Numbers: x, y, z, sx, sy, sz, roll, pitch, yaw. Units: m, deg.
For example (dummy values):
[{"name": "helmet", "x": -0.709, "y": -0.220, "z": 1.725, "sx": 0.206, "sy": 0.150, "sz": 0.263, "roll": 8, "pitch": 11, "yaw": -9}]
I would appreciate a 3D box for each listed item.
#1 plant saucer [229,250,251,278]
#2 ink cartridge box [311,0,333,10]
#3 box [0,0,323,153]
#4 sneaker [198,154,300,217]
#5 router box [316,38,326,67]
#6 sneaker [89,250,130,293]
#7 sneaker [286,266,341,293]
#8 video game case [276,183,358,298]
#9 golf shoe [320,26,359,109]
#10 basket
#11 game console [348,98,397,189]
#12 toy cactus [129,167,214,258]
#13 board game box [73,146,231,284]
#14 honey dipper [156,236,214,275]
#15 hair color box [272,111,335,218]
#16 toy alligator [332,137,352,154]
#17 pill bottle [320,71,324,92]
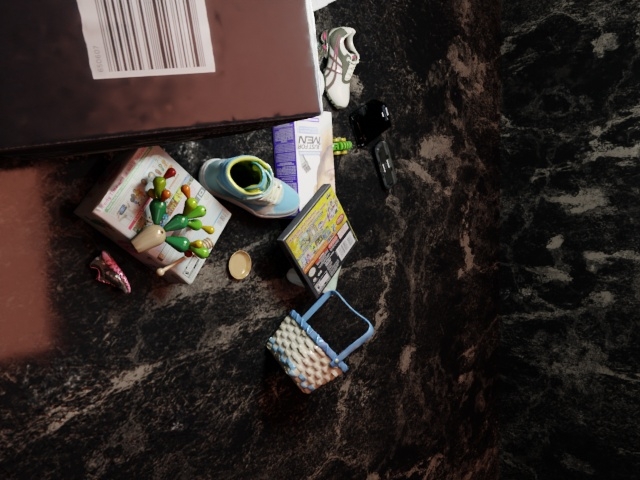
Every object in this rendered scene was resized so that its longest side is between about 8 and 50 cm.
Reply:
[{"name": "plant saucer", "x": -0.239, "y": 0.071, "z": 1.418, "sx": 0.083, "sy": 0.015, "sz": 0.083, "roll": -4, "pitch": 95, "yaw": -50}, {"name": "ink cartridge box", "x": -0.103, "y": -0.865, "z": 1.497, "sx": 0.330, "sy": 0.072, "sz": 0.323, "roll": -47, "pitch": 125, "yaw": -41}, {"name": "box", "x": -0.321, "y": -0.315, "z": 0.848, "sx": 0.480, "sy": 0.472, "sz": 0.297, "roll": -13, "pitch": 104, "yaw": -24}, {"name": "sneaker", "x": -0.152, "y": -0.137, "z": 1.321, "sx": 0.319, "sy": 0.208, "sz": 0.127, "roll": 15, "pitch": 83, "yaw": -35}, {"name": "router box", "x": -0.037, "y": -0.613, "z": 1.607, "sx": 0.092, "sy": 0.038, "sz": 0.122, "roll": 36, "pitch": 65, "yaw": -45}, {"name": "sneaker", "x": -0.486, "y": 0.082, "z": 1.117, "sx": 0.057, "sy": 0.047, "sz": 0.119, "roll": -35, "pitch": 119, "yaw": -18}, {"name": "sneaker", "x": -0.017, "y": 0.088, "z": 1.618, "sx": 0.256, "sy": 0.094, "sz": 0.150, "roll": 30, "pitch": 75, "yaw": -57}, {"name": "video game case", "x": 0.000, "y": 0.000, "z": 1.525, "sx": 0.274, "sy": 0.035, "sz": 0.248, "roll": -52, "pitch": 130, "yaw": -33}, {"name": "golf shoe", "x": 0.072, "y": -0.595, "z": 1.677, "sx": 0.105, "sy": 0.120, "sz": 0.272, "roll": -26, "pitch": 113, "yaw": -48}, {"name": "basket", "x": -0.004, "y": 0.304, "z": 1.512, "sx": 0.289, "sy": 0.255, "sz": 0.201, "roll": -44, "pitch": 125, "yaw": -4}, {"name": "game console", "x": 0.229, "y": -0.369, "z": 1.930, "sx": 0.213, "sy": 0.044, "sz": 0.361, "roll": -41, "pitch": 121, "yaw": -39}, {"name": "toy cactus", "x": -0.346, "y": -0.037, "z": 1.099, "sx": 0.181, "sy": 0.112, "sz": 0.218, "roll": -34, "pitch": 122, "yaw": -23}, {"name": "board game box", "x": -0.390, "y": -0.065, "z": 1.175, "sx": 0.303, "sy": 0.098, "sz": 0.223, "roll": 49, "pitch": 55, "yaw": -41}, {"name": "honey dipper", "x": -0.326, "y": 0.042, "z": 1.165, "sx": 0.161, "sy": 0.031, "sz": 0.030, "roll": -38, "pitch": 119, "yaw": -39}, {"name": "hair color box", "x": -0.049, "y": -0.244, "z": 1.559, "sx": 0.185, "sy": 0.110, "sz": 0.338, "roll": -12, "pitch": 103, "yaw": -49}, {"name": "toy alligator", "x": 0.059, "y": -0.334, "z": 1.722, "sx": 0.190, "sy": 0.051, "sz": 0.056, "roll": -17, "pitch": 104, "yaw": -48}, {"name": "pill bottle", "x": -0.107, "y": -0.469, "z": 1.412, "sx": 0.264, "sy": 0.146, "sz": 0.146, "roll": -14, "pitch": 103, "yaw": -62}]
